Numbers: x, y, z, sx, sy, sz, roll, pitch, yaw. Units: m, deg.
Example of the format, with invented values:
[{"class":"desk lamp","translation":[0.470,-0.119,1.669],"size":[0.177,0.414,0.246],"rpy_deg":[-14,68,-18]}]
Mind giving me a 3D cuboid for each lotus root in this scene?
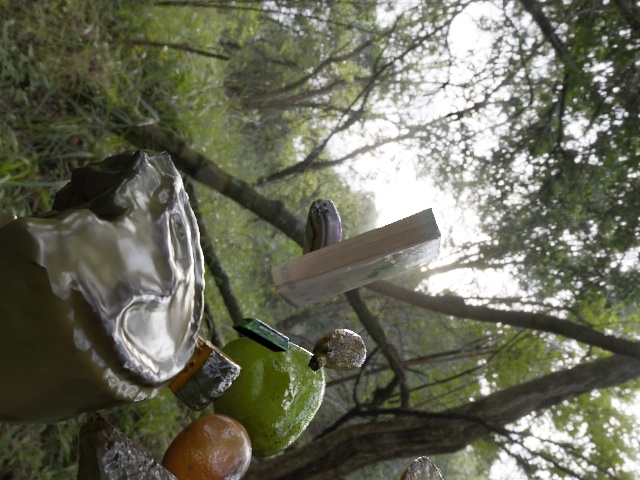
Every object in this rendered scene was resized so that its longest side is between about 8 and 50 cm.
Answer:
[{"class":"lotus root","translation":[0.037,0.266,1.288],"size":[0.108,0.190,0.094],"rpy_deg":[33,-78,29]}]

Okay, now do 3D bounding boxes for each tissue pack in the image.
[{"class":"tissue pack","translation":[0.076,0.041,1.067],"size":[0.170,0.325,0.071],"rpy_deg":[53,18,-70]}]

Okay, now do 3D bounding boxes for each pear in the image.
[{"class":"pear","translation":[-0.157,0.468,1.584],"size":[0.238,0.342,0.318],"rpy_deg":[125,-17,-49]}]

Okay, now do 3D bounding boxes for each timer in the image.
[{"class":"timer","translation":[0.000,0.000,1.398],"size":[0.208,0.069,0.191],"rpy_deg":[-106,-156,-61]}]

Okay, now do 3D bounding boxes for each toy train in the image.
[{"class":"toy train","translation":[-0.148,0.228,1.346],"size":[0.209,0.044,0.042],"rpy_deg":[46,42,-51]}]

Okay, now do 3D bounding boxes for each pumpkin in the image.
[{"class":"pumpkin","translation":[-0.265,0.259,1.107],"size":[0.126,0.131,0.248],"rpy_deg":[45,-13,-35]}]

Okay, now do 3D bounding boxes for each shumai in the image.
[{"class":"shumai","translation":[-0.335,0.425,0.861],"size":[0.184,0.185,0.218],"rpy_deg":[3,-45,48]}]

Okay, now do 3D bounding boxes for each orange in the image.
[{"class":"orange","translation":[-0.266,0.524,1.276],"size":[0.170,0.224,0.224],"rpy_deg":[32,-37,27]}]

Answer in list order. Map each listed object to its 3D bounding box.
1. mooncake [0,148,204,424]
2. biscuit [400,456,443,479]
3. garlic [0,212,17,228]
[{"class":"mooncake","translation":[-0.313,0.028,0.719],"size":[0.393,0.246,0.394],"rpy_deg":[60,19,-59]},{"class":"biscuit","translation":[0.279,0.735,1.543],"size":[0.045,0.299,0.154],"rpy_deg":[-38,-98,30]},{"class":"garlic","translation":[-0.713,0.062,1.302],"size":[0.279,0.132,0.325],"rpy_deg":[10,-38,28]}]
